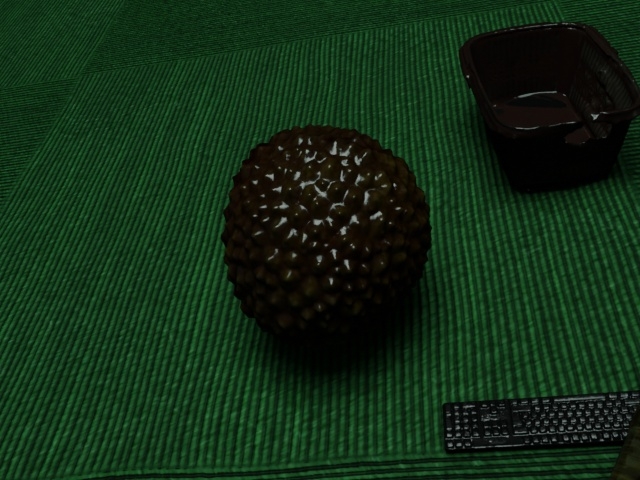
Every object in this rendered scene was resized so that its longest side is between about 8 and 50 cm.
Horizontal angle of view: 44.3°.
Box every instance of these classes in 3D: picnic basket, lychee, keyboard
[{"bbox_3d":[0.328,-0.196,1.143,0.222,0.129,0.297,-10,40,3],"label":"picnic basket"},{"bbox_3d":[0.000,0.000,0.924,0.267,0.268,0.267,-9,39,7],"label":"lychee"},{"bbox_3d":[0.228,0.185,0.806,0.204,0.013,0.061,-6,39,11],"label":"keyboard"}]

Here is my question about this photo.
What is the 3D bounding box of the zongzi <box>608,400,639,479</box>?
[{"bbox_3d":[0.392,0.179,0.677,0.247,0.111,0.241,7,52,44],"label":"zongzi"}]
